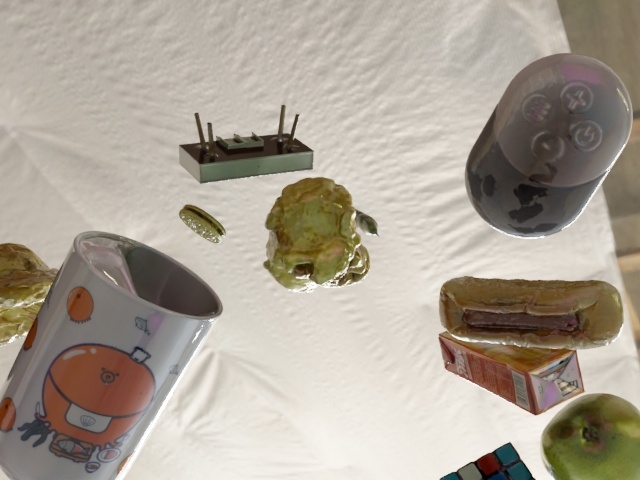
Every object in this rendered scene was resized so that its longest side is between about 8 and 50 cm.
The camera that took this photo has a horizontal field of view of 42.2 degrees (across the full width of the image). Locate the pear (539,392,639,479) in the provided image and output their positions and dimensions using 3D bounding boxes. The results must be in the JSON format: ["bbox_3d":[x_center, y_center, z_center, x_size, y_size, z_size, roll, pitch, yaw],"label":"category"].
[{"bbox_3d":[0.457,0.341,1.378,0.187,0.188,0.219,-24,-44,27],"label":"pear"}]

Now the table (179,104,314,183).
[{"bbox_3d":[-0.143,-0.194,1.620,0.240,0.121,0.111,-10,-62,-27],"label":"table"}]

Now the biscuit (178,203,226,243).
[{"bbox_3d":[-0.190,-0.027,1.333,0.084,0.023,0.084,32,-17,11],"label":"biscuit"}]

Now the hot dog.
[{"bbox_3d":[0.262,0.095,1.070,0.242,0.073,0.084,2,-71,30],"label":"hot dog"}]

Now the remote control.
[{"bbox_3d":[0.387,-0.158,1.426,0.221,0.103,0.332,31,-70,11],"label":"remote control"}]

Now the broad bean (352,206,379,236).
[{"bbox_3d":[0.100,-0.052,2.093,0.043,0.297,0.060,-47,-68,-1],"label":"broad bean"}]

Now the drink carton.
[{"bbox_3d":[0.280,0.180,1.244,0.096,0.223,0.071,-20,-74,-22],"label":"drink carton"}]

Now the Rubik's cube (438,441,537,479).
[{"bbox_3d":[0.301,0.474,1.448,0.154,0.151,0.155,-23,-36,-12],"label":"Rubik's cube"}]

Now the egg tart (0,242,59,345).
[{"bbox_3d":[-0.520,0.085,1.283,0.318,0.128,0.319,-17,-13,-4],"label":"egg tart"}]

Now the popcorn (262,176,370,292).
[{"bbox_3d":[0.000,0.000,1.475,0.203,0.200,0.226,27,-75,9],"label":"popcorn"}]

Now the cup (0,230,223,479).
[{"bbox_3d":[-0.296,0.175,1.108,0.212,0.212,0.318,24,-77,-27],"label":"cup"}]
